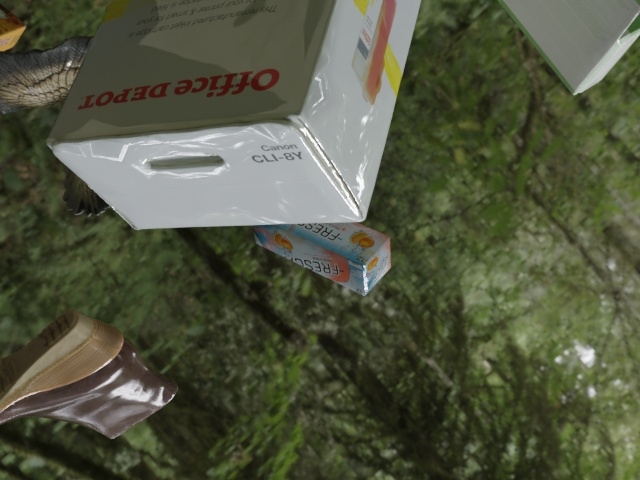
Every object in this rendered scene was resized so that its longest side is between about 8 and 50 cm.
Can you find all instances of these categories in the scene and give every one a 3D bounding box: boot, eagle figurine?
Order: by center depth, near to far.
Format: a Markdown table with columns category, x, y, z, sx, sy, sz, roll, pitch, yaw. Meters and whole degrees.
| category | x | y | z | sx | sy | sz | roll | pitch | yaw |
| --- | --- | --- | --- | --- | --- | --- | --- | --- | --- |
| boot | -0.326 | 0.209 | 1.137 | 0.248 | 0.090 | 0.207 | -35 | 133 | 3 |
| eagle figurine | -0.301 | -0.197 | 1.245 | 0.298 | 0.226 | 0.225 | -38 | 151 | -5 |

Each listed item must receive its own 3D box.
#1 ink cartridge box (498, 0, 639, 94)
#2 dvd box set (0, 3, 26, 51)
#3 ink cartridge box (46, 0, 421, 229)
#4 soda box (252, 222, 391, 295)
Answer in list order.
| category | x | y | z | sx | sy | sz | roll | pitch | yaw |
| --- | --- | --- | --- | --- | --- | --- | --- | --- | --- |
| ink cartridge box | 0.293 | -0.291 | 1.004 | 0.056 | 0.171 | 0.235 | -29 | 166 | -20 |
| dvd box set | -0.691 | -0.406 | 1.498 | 0.062 | 0.308 | 0.420 | -49 | -169 | 16 |
| ink cartridge box | -0.065 | -0.209 | 0.911 | 0.279 | 0.160 | 0.384 | -2 | -123 | 28 |
| soda box | 0.000 | 0.000 | 1.166 | 0.063 | 0.183 | 0.058 | -44 | 145 | -33 |
